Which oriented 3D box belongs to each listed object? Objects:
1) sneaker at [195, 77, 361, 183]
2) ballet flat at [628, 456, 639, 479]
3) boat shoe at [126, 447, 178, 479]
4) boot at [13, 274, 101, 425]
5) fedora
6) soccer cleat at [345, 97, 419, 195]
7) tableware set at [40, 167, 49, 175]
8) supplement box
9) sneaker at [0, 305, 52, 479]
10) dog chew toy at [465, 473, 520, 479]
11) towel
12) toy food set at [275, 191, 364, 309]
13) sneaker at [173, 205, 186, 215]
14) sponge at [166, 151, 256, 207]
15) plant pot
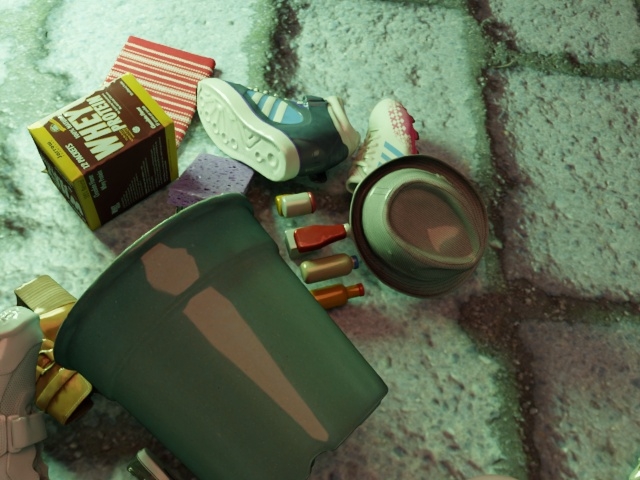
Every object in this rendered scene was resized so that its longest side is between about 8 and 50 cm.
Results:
[{"bbox_3d":[-0.072,-0.240,1.294,0.236,0.130,0.323,-24,50,-35],"label":"sneaker"},{"bbox_3d":[0.514,0.397,1.010,0.068,0.072,0.213,-6,51,24],"label":"ballet flat"},{"bbox_3d":[-0.224,0.364,0.938,0.142,0.049,0.040,42,81,19],"label":"boat shoe"},{"bbox_3d":[-0.453,0.206,0.979,0.220,0.109,0.283,43,55,13],"label":"boot"},{"bbox_3d":[0.188,-0.021,1.112,0.275,0.124,0.243,42,86,-11],"label":"fedora"},{"bbox_3d":[0.114,-0.151,1.253,0.143,0.116,0.331,7,58,-22],"label":"soccer cleat"},{"bbox_3d":[-0.452,-0.174,1.210,0.154,0.104,0.024,-41,88,-3],"label":"tableware set"},{"bbox_3d":[-0.368,-0.151,1.134,0.194,0.191,0.129,-37,77,-22],"label":"supplement box"},{"bbox_3d":[-0.344,0.274,0.769,0.210,0.137,0.365,17,79,-10],"label":"sneaker"},{"bbox_3d":[0.194,0.476,0.844,0.207,0.206,0.332,37,69,15],"label":"dog chew toy"},{"bbox_3d":[-0.348,-0.304,1.343,0.199,0.031,0.274,16,59,-1],"label":"towel"},{"bbox_3d":[0.000,0.000,1.152,0.105,0.111,0.232,-12,63,-13],"label":"toy food set"},{"bbox_3d":[-0.139,0.013,1.126,0.121,0.112,0.299,-38,69,-26],"label":"sneaker"},{"bbox_3d":[-0.191,-0.104,1.181,0.117,0.031,0.210,15,25,-1],"label":"sponge"},{"bbox_3d":[-0.109,0.170,0.882,0.334,0.341,0.341,44,62,11],"label":"plant pot"}]
